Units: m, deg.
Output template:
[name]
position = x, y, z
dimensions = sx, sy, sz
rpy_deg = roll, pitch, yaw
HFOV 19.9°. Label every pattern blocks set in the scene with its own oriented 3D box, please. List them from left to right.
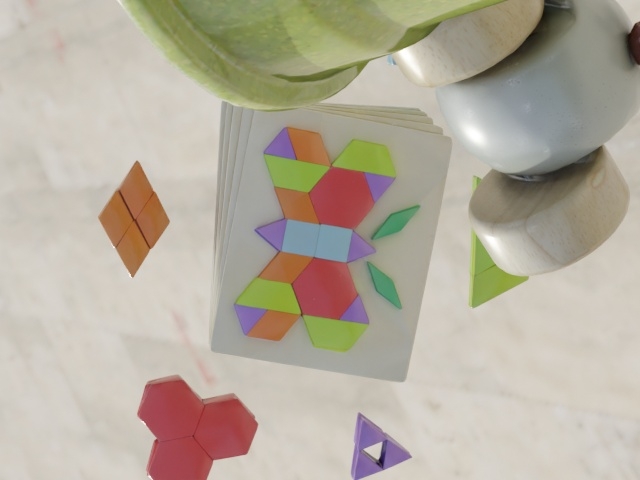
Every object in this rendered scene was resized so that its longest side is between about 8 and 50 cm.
[pattern blocks set]
position = 0.000, 0.000, 1.195
dimensions = 0.026, 0.285, 0.325
rpy_deg = -142, 47, -80

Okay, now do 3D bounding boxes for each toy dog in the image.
[toy dog]
position = 0.136, -0.140, 1.003
dimensions = 0.220, 0.161, 0.334
rpy_deg = 51, -154, -45

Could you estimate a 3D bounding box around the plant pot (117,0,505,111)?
[plant pot]
position = 0.076, -0.193, 0.622
dimensions = 0.253, 0.276, 0.276
rpy_deg = -5, 114, 28
